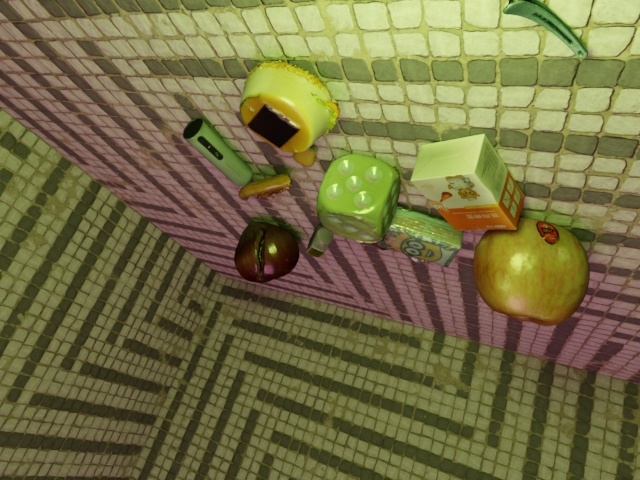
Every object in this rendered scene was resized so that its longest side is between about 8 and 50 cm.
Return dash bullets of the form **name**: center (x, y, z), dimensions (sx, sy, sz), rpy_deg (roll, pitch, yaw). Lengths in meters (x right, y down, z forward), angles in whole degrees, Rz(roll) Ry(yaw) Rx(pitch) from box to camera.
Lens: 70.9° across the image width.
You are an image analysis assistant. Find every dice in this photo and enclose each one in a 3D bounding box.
- **dice**: center (0.141, -0.147, 1.657), dimensions (0.249, 0.255, 0.252), rpy_deg (17, 161, 19)

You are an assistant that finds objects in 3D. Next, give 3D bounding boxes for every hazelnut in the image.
- **hazelnut**: center (-0.316, 0.074, 2.554), dimensions (0.359, 0.360, 0.409), rpy_deg (27, 151, -18)

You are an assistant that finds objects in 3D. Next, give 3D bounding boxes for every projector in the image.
- **projector**: center (-0.419, -0.359, 1.873), dimensions (0.108, 0.108, 0.337), rpy_deg (6, 155, 35)

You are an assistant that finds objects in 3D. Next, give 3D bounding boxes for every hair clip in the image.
- **hair clip**: center (0.461, -0.438, 0.905), dimensions (0.229, 0.070, 0.039), rpy_deg (20, 158, -19)

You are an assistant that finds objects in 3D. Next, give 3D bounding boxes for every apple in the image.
- **apple**: center (0.750, 0.119, 1.616), dimensions (0.390, 0.347, 0.391), rpy_deg (15, 164, 4)

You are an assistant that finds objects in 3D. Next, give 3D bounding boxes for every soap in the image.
- **soap**: center (-0.056, -0.327, 1.704), dimensions (0.089, 0.033, 0.168), rpy_deg (22, 160, -9)

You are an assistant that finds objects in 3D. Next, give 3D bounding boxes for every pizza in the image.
- **pizza**: center (-0.239, -0.230, 1.993), dimensions (0.365, 0.074, 0.182), rpy_deg (-9, 175, 40)

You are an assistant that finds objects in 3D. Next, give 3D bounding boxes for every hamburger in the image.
- **hamburger**: center (-0.099, -0.402, 1.352), dimensions (0.294, 0.179, 0.276), rpy_deg (31, 155, -16)

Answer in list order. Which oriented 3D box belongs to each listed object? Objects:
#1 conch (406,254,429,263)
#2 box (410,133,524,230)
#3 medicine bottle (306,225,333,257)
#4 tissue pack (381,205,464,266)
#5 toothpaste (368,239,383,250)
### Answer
- **conch**: center (0.467, 0.068, 2.183), dimensions (0.180, 0.088, 0.065), rpy_deg (25, 117, 8)
- **box**: center (0.478, -0.167, 1.442), dimensions (0.224, 0.144, 0.341), rpy_deg (0, 153, 45)
- **medicine bottle**: center (0.000, 0.000, 2.340), dimensions (0.088, 0.132, 0.188), rpy_deg (24, 159, -9)
- **tissue pack**: center (0.425, -0.015, 1.895), dimensions (0.310, 0.128, 0.228), rpy_deg (17, 158, 9)
- **toothpaste**: center (0.320, 0.019, 2.208), dimensions (0.089, 0.057, 0.234), rpy_deg (24, 167, -13)
